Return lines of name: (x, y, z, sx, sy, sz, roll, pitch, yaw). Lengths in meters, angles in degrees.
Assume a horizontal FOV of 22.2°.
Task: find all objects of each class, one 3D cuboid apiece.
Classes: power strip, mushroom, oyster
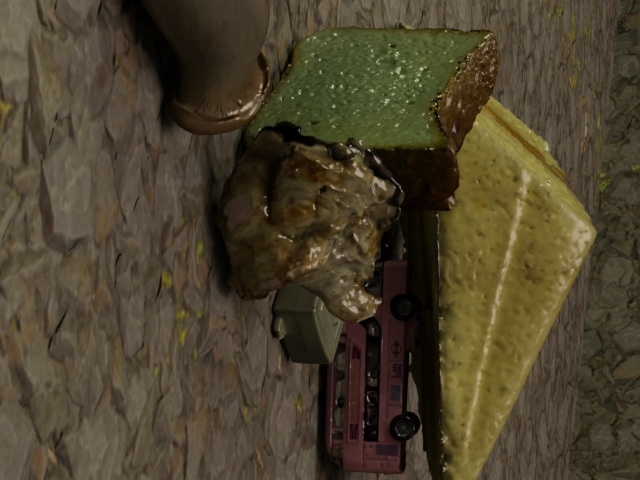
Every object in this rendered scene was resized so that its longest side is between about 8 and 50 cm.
power strip: (0.002, 0.031, 1.462, 0.075, 0.042, 0.175, 72, 26, -43)
mushroom: (-0.079, -0.168, 1.118, 0.212, 0.088, 0.097, 77, -1, -50)
oyster: (0.000, 0.000, 1.268, 0.191, 0.163, 0.081, 40, 31, -37)

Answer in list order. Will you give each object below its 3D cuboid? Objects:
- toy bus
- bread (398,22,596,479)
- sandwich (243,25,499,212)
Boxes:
toy bus: (0.050, 0.118, 1.545, 0.063, 0.090, 0.203, 13, 79, -81)
bread: (0.103, 0.018, 1.638, 0.405, 0.242, 0.346, -59, -169, 3)
sandwich: (0.046, -0.106, 1.363, 0.214, 0.186, 0.065, -62, 151, -51)
